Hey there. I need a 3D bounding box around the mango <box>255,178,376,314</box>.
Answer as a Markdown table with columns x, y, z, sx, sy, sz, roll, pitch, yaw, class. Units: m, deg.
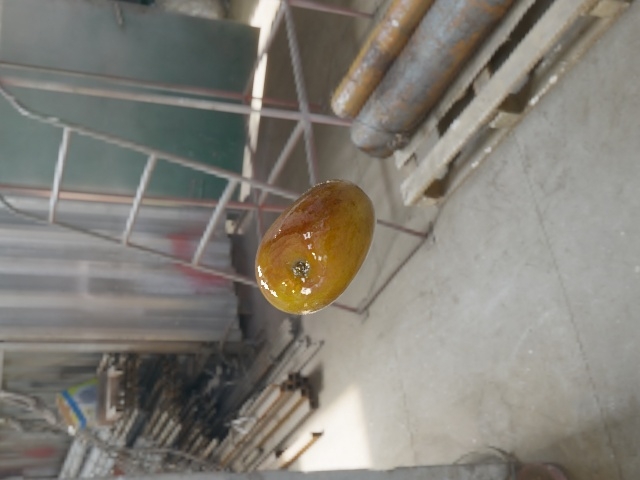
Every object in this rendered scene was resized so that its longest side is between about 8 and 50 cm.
| x | y | z | sx | sy | sz | roll | pitch | yaw | class |
| --- | --- | --- | --- | --- | --- | --- | --- | --- | --- |
| 0.002 | -0.002 | 1.047 | 0.151 | 0.120 | 0.221 | -48 | 5 | 48 | mango |
